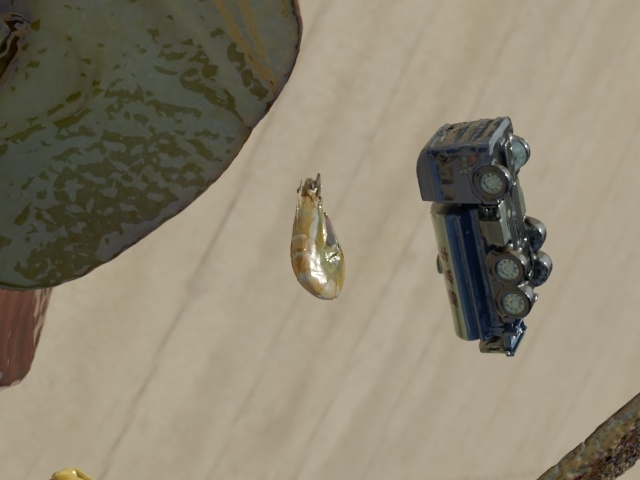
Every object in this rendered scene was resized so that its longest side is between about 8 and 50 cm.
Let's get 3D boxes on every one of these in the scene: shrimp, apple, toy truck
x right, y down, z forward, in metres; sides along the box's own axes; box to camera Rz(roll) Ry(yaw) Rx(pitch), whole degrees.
[{"bbox_3d":[0.000,0.000,1.330,0.059,0.023,0.108,35,44,-36],"label":"shrimp"},{"bbox_3d":[-0.209,-0.145,1.108,0.295,0.329,0.365,-21,148,-57],"label":"apple"},{"bbox_3d":[0.136,-0.002,1.427,0.074,0.088,0.201,-50,133,-52],"label":"toy truck"}]

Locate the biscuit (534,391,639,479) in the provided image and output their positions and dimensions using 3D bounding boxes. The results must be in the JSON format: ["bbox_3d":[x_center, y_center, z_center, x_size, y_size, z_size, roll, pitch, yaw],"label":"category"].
[{"bbox_3d":[0.224,0.149,1.275,0.231,0.025,0.131,-40,159,-4],"label":"biscuit"}]

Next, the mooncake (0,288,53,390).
[{"bbox_3d":[-0.386,0.016,1.889,0.326,0.174,0.334,-63,152,-60],"label":"mooncake"}]

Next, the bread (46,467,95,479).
[{"bbox_3d":[-0.263,0.338,1.669,0.183,0.224,0.211,-22,161,-48],"label":"bread"}]
